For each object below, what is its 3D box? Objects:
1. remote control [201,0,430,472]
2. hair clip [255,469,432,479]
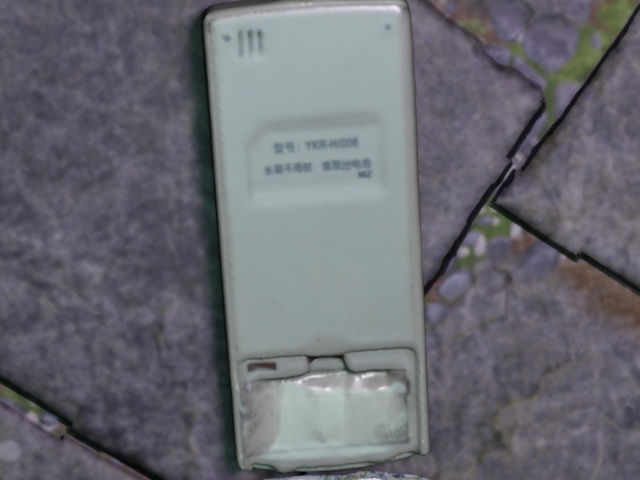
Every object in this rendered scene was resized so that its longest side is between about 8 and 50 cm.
[{"bbox_3d":[0.000,0.000,1.103,0.123,0.038,0.285,-6,106,-2],"label":"remote control"},{"bbox_3d":[-0.030,0.170,1.138,0.229,0.036,0.066,0,108,-12],"label":"hair clip"}]
